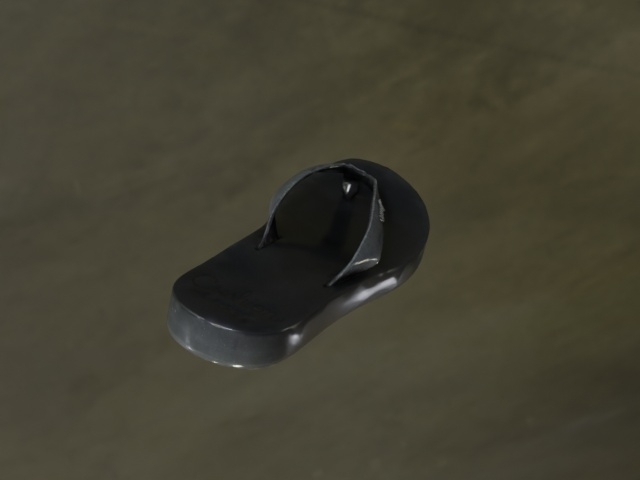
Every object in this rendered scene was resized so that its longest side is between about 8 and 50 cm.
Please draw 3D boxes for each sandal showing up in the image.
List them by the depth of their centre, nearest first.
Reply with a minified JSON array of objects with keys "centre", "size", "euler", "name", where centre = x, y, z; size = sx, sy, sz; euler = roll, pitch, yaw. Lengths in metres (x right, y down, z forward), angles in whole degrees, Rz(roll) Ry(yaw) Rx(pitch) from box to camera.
[{"centre":[0.001,0.000,1.004],"size":[0.254,0.097,0.054],"euler":[-45,151,-60],"name":"sandal"}]
